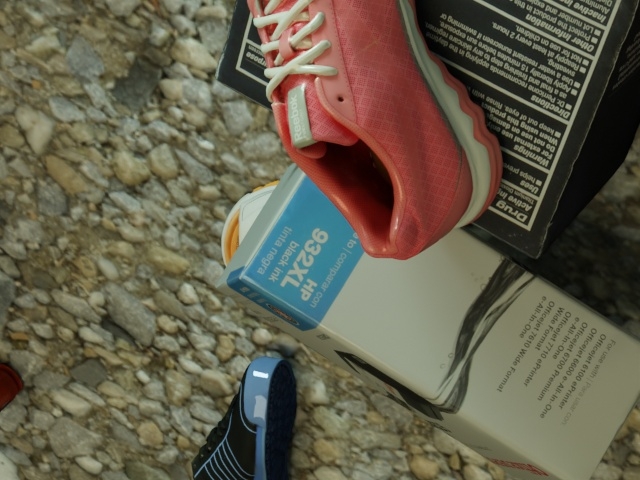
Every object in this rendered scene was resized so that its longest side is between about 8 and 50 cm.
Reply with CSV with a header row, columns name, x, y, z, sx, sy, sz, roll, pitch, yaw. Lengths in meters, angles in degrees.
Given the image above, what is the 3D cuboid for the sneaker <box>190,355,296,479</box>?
name,x,y,z,sx,sy,sz,roll,pitch,yaw
sneaker,-0.079,0.200,1.909,0.090,0.081,0.232,16,127,16

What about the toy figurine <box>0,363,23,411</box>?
name,x,y,z,sx,sy,sz,roll,pitch,yaw
toy figurine,-0.434,0.119,2.044,0.213,0.148,0.209,9,123,29

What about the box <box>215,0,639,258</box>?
name,x,y,z,sx,sy,sz,roll,pitch,yaw
box,0.111,-0.200,1.459,0.296,0.183,0.294,30,130,15

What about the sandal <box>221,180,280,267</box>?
name,x,y,z,sx,sy,sz,roll,pitch,yaw
sandal,-0.005,-0.009,1.730,0.265,0.076,0.102,-25,103,41

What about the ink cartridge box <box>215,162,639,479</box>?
name,x,y,z,sx,sy,sz,roll,pitch,yaw
ink cartridge box,0.085,0.063,1.572,0.307,0.129,0.223,32,172,-5

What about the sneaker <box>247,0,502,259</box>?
name,x,y,z,sx,sy,sz,roll,pitch,yaw
sneaker,0.011,-0.126,1.360,0.116,0.136,0.314,-24,103,41
